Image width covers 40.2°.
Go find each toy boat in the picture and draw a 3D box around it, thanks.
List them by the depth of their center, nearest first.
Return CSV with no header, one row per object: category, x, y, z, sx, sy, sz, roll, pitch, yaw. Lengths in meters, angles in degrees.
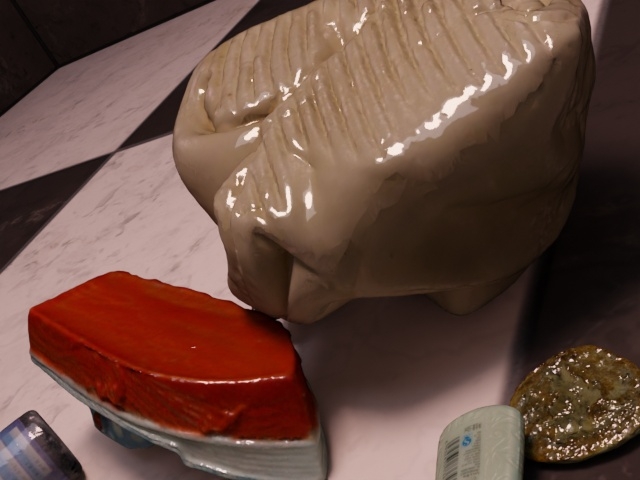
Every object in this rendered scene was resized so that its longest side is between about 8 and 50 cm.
toy boat,-0.121,0.134,0.773,0.332,0.133,0.145,14,30,40

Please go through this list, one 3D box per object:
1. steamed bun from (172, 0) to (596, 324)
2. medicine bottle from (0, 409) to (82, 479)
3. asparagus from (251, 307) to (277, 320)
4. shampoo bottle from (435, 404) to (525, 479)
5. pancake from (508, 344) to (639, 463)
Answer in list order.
steamed bun,0.076,-0.074,0.775,0.368,0.255,0.342,-28,41,14
medicine bottle,-0.324,0.252,0.810,0.203,0.083,0.083,-41,28,-20
asparagus,0.000,0.000,0.936,0.080,0.080,0.287,-11,26,35
shampoo bottle,0.095,0.186,0.534,0.069,0.041,0.190,-32,23,30
pancake,0.179,0.112,0.607,0.108,0.017,0.108,-24,27,13
